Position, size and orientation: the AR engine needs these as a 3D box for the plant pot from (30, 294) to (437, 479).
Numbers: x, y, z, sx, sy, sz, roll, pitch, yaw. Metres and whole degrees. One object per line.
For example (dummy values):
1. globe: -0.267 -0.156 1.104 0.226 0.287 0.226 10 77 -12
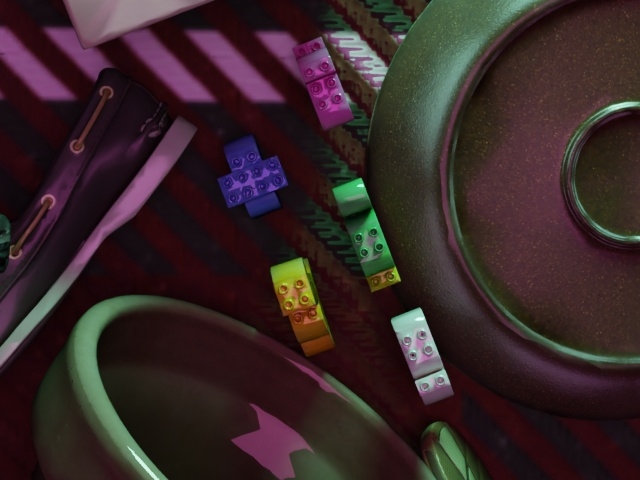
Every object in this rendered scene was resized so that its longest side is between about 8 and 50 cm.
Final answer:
1. plant pot: -0.082 0.195 1.075 0.263 0.263 0.229 33 110 -9

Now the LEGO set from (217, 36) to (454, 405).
1. LEGO set: 0.000 0.000 1.106 0.087 0.093 0.227 -21 89 2

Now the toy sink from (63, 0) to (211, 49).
1. toy sink: -0.050 -0.219 1.075 0.234 0.131 0.153 -22 98 0

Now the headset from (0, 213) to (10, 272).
1. headset: -0.358 -0.043 1.025 0.394 0.185 0.243 15 94 3

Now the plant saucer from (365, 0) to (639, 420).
1. plant saucer: 0.184 -0.040 1.165 0.310 0.050 0.311 -1 95 -8

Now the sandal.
1. sandal: 0.094 0.198 1.173 0.049 0.072 0.180 -20 103 17

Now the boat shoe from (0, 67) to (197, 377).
1. boat shoe: -0.166 0.004 1.110 0.068 0.081 0.228 39 83 -6
